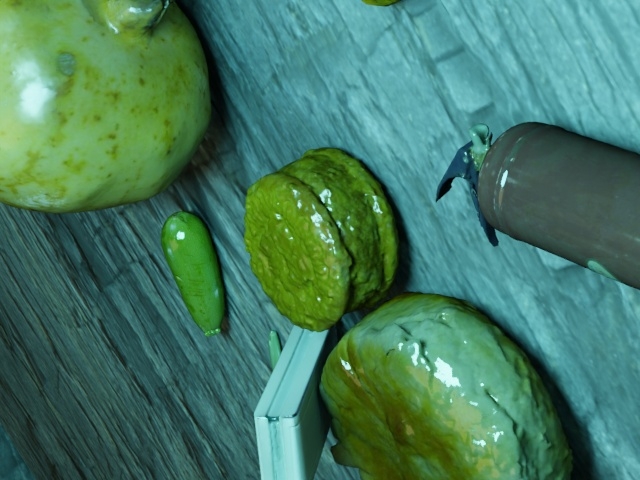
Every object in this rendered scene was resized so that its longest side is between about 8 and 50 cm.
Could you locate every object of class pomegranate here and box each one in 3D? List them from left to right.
[{"bbox_3d":[-0.277,-0.193,1.428,0.342,0.342,0.342,37,146,31],"label":"pomegranate"}]

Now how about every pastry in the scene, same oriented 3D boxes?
[{"bbox_3d":[0.000,0.000,1.379,0.189,0.103,0.188,36,138,41],"label":"pastry"},{"bbox_3d":[0.136,0.199,1.352,0.330,0.136,0.329,39,148,30],"label":"pastry"}]

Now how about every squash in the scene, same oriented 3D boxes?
[{"bbox_3d":[-0.167,0.047,1.737,0.066,0.066,0.201,26,139,43],"label":"squash"}]

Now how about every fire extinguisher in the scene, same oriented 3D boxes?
[{"bbox_3d":[0.216,-0.018,1.052,0.344,0.102,0.138,25,140,44],"label":"fire extinguisher"}]

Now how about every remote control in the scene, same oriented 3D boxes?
[{"bbox_3d":[-0.023,0.179,1.458,0.056,0.277,0.103,-2,110,10],"label":"remote control"}]

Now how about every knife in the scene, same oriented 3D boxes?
[{"bbox_3d":[-0.061,0.192,1.773,0.030,0.014,0.207,34,144,33],"label":"knife"}]

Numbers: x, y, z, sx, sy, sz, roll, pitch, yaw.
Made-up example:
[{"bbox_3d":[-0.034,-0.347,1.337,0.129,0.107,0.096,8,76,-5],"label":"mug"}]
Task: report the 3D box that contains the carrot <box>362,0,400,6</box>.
[{"bbox_3d":[0.090,-0.230,1.099,0.171,0.042,0.042,-2,117,55],"label":"carrot"}]
